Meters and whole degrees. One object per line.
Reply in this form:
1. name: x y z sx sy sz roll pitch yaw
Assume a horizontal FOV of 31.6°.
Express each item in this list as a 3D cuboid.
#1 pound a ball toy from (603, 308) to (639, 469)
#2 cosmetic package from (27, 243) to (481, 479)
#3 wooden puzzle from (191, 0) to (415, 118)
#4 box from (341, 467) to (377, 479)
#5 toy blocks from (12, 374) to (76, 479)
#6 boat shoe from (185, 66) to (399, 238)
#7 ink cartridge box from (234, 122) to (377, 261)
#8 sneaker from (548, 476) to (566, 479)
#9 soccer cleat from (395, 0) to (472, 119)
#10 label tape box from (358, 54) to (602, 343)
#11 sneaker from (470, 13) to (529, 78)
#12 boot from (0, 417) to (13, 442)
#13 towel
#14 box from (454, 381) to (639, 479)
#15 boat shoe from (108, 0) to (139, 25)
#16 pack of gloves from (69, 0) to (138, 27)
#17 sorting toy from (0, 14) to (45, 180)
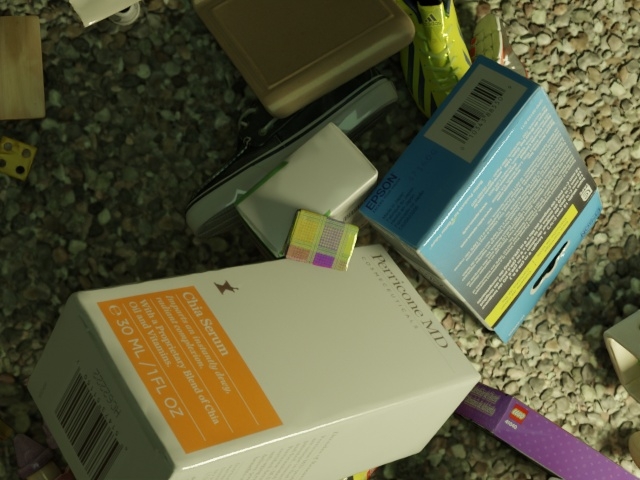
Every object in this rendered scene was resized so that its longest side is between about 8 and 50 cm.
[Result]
1. pound a ball toy: 0.529 0.155 1.570 0.319 0.136 0.208 -31 119 -7
2. cosmetic package: -0.062 0.158 1.265 0.453 0.161 0.230 -9 53 -44
3. wooden puzzle: -0.025 -0.292 1.489 0.221 0.044 0.239 -31 64 -6
4. box: 0.053 0.262 1.466 0.058 0.087 0.232 29 58 24
5. toy blocks: -0.248 0.240 1.370 0.309 0.288 0.260 -34 97 -4
6. boat shoe: -0.055 -0.132 1.495 0.335 0.121 0.119 -37 79 -15
7. ink cartridge box: -0.013 -0.039 1.433 0.160 0.219 0.093 -40 80 -6
8. sneaker: 0.343 0.443 1.434 0.150 0.135 0.366 -54 135 -25
9. soccer cleat: 0.150 -0.268 1.506 0.093 0.121 0.289 -23 93 -7
10. label tape box: 0.225 -0.040 1.474 0.115 0.347 0.249 35 86 34
11. sneaker: 0.254 -0.235 1.563 0.064 0.061 0.158 -11 92 -34
12. boot: -0.518 0.292 1.354 0.270 0.236 0.089 -56 133 -23
13. towel: 0.000 0.000 1.317 0.083 0.009 0.060 15 96 -20
14. box: 0.328 0.291 1.489 0.293 0.201 0.057 33 85 -7
15. boat shoe: -0.303 -0.363 1.475 0.066 0.063 0.184 -31 94 -7
16. pack of gloves: -0.244 -0.406 1.452 0.232 0.046 0.195 -29 93 -28
17. sorting toy: -0.426 -0.211 1.467 0.132 0.046 0.275 -4 90 -8
